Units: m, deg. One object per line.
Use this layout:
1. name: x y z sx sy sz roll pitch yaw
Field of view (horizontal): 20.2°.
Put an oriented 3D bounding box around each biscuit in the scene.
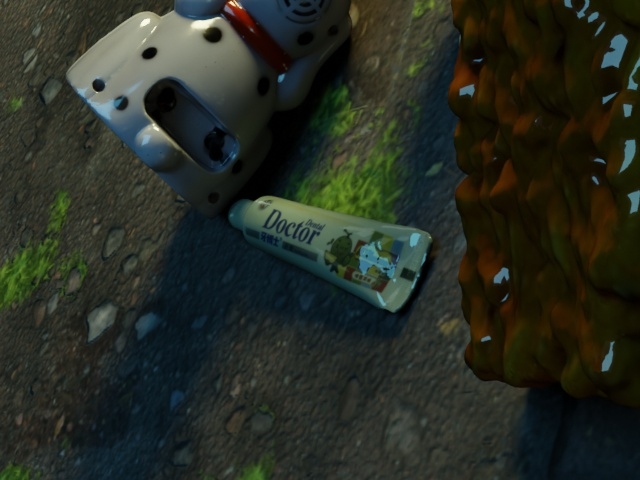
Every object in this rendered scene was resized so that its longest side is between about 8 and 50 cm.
1. biscuit: 0.161 -0.059 1.068 0.318 0.110 0.312 180 89 -74

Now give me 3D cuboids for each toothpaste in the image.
1. toothpaste: 0.000 0.000 1.438 0.255 0.037 0.067 20 83 53

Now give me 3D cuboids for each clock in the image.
1. clock: -0.074 -0.169 1.554 0.254 0.189 0.189 -47 34 -1

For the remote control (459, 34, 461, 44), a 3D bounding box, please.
1. remote control: 0.197 -0.209 1.276 0.097 0.045 0.256 43 102 18
